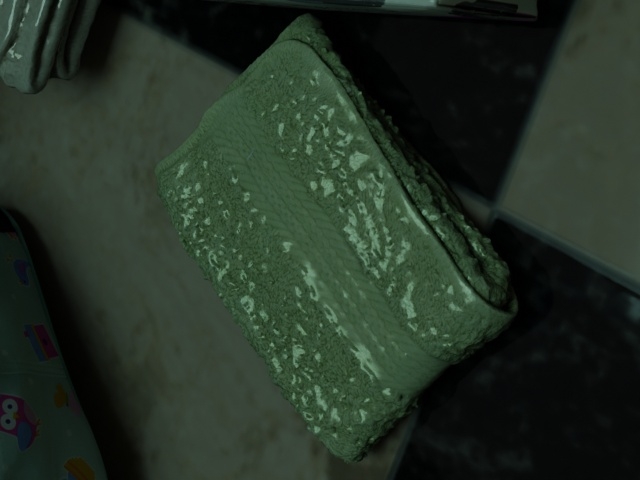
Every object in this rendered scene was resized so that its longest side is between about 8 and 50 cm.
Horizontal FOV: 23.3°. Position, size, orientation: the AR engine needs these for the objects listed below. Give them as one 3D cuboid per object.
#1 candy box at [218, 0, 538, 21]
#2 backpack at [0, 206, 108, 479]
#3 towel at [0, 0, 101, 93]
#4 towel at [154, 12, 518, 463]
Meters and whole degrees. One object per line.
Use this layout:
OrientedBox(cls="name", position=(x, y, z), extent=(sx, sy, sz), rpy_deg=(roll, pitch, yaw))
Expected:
OrientedBox(cls="candy box", position=(0.005, -0.198, 0.541), extent=(0.159, 0.071, 0.233), rpy_deg=(11, 99, 36))
OrientedBox(cls="backpack", position=(-0.184, 0.091, 0.661), extent=(0.166, 0.144, 0.188), rpy_deg=(-36, 75, 27))
OrientedBox(cls="towel", position=(-0.178, -0.198, 0.692), extent=(0.282, 0.049, 0.187), rpy_deg=(35, 112, 31))
OrientedBox(cls="towel", position=(0.000, 0.000, 0.587), extent=(0.110, 0.027, 0.148), rpy_deg=(-47, 67, 30))
